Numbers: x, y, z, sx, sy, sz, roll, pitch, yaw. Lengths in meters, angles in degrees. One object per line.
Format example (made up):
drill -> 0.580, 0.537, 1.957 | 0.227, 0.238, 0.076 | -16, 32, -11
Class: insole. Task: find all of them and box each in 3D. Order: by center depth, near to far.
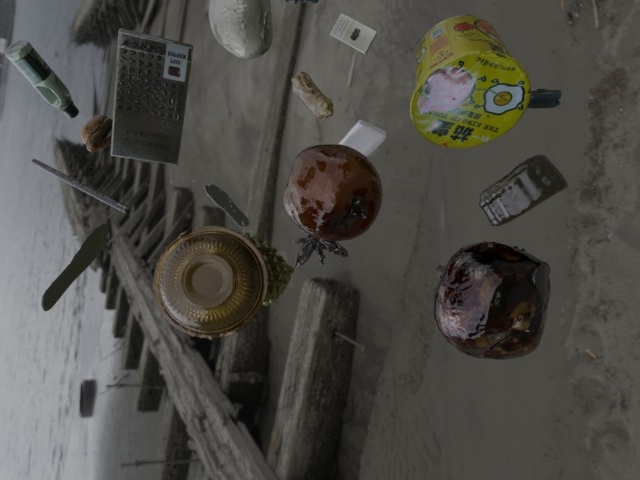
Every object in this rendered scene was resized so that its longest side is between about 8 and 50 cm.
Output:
insole -> -0.690, 0.068, 1.429 | 0.322, 0.007, 0.109 | -70, -3, -45
insole -> -0.389, -0.145, 2.084 | 0.248, 0.081, 0.011 | 46, 132, 9

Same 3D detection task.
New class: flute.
flute -> -0.438, -0.101, 0.909 | 0.269, 0.014, 0.014 | 25, 107, 24

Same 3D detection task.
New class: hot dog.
hot dog -> -0.664, -0.320, 1.499 | 0.060, 0.090, 0.140 | -25, 30, 51

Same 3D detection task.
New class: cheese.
cheese -> -0.192, -0.542, 1.209 | 0.198, 0.154, 0.189 | -101, 11, -61

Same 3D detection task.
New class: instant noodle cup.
instant noodle cup -> -0.256, 0.092, 1.154 | 0.091, 0.274, 0.274 | 131, 141, -80
instant noodle cup -> 0.411, -0.467, 1.442 | 0.325, 0.325, 0.254 | -43, 34, 44

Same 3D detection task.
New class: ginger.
ginger -> -0.018, -0.452, 1.613 | 0.074, 0.137, 0.213 | -44, 68, 0

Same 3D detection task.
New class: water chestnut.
water chestnut -> 0.432, 0.152, 1.344 | 0.347, 0.335, 0.335 | 21, 102, 51

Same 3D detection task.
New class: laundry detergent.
laundry detergent -> -0.753, -0.433, 1.379 | 0.099, 0.226, 0.070 | 19, 61, 38

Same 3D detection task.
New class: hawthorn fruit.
hawthorn fruit -> 0.044, -0.127, 1.360 | 0.301, 0.267, 0.268 | 36, 114, 57

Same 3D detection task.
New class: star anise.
star anise -> 0.005, -0.001, 2.022 | 0.110, 0.257, 0.198 | 129, 132, -74

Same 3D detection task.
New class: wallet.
wallet -> 0.149, -0.359, 1.792 | 0.183, 0.124, 0.032 | 141, 146, -61

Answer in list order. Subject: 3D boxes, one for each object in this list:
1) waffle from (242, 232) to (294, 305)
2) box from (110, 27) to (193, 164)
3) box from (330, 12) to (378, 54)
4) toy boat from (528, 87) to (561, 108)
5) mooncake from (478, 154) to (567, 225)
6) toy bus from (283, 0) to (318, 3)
waffle -> -0.173, 0.071, 1.342 | 0.054, 0.208, 0.214 | -51, 4, 34
box -> -0.448, -0.367, 1.324 | 0.047, 0.180, 0.325 | -113, 35, -57
box -> 0.126, -0.788, 1.911 | 0.167, 0.024, 0.090 | 35, 105, 15
toy boat -> 0.677, -0.443, 1.570 | 0.055, 0.141, 0.060 | 93, 173, -53
mooncake -> 0.550, -0.138, 1.391 | 0.228, 0.228, 0.124 | -37, 83, 47
toy bus -> -0.061, -0.800, 1.570 | 0.185, 0.090, 0.106 | -131, 38, -56
